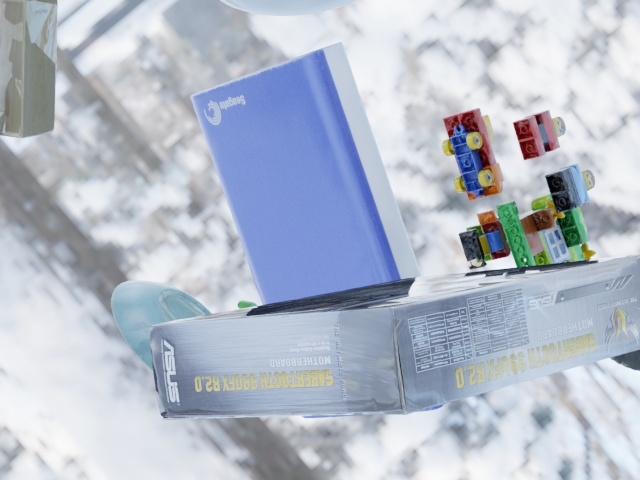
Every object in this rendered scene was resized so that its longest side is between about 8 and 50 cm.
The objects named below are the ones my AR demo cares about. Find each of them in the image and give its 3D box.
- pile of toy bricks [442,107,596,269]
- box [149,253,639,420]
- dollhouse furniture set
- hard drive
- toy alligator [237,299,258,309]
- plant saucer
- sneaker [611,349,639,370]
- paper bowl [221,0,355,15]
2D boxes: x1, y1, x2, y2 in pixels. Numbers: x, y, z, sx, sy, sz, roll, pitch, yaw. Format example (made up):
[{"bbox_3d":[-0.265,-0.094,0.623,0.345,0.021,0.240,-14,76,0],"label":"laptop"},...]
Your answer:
[{"bbox_3d":[0.183,-0.014,1.470,0.118,0.212,0.105,-13,-172,39],"label":"pile of toy bricks"},{"bbox_3d":[0.049,0.054,1.032,0.183,0.056,0.231,-6,-178,42],"label":"box"},{"bbox_3d":[-0.307,-0.156,1.486,0.123,0.144,0.151,9,-166,24],"label":"dollhouse furniture set"},{"bbox_3d":[0.000,0.000,1.620,0.040,0.319,0.210,-22,-174,-34],"label":"hard drive"},{"bbox_3d":[-0.048,0.121,1.892,0.056,0.190,0.051,14,-110,30],"label":"toy alligator"},{"bbox_3d":[-0.168,0.111,2.244,0.037,0.195,0.195,-46,-174,23],"label":"plant saucer"},{"bbox_3d":[0.320,0.075,1.684,0.077,0.178,0.072,-135,-128,-61],"label":"sneaker"},{"bbox_3d":[-0.021,-0.310,1.678,0.284,0.148,0.284,-10,160,-4],"label":"paper bowl"}]
